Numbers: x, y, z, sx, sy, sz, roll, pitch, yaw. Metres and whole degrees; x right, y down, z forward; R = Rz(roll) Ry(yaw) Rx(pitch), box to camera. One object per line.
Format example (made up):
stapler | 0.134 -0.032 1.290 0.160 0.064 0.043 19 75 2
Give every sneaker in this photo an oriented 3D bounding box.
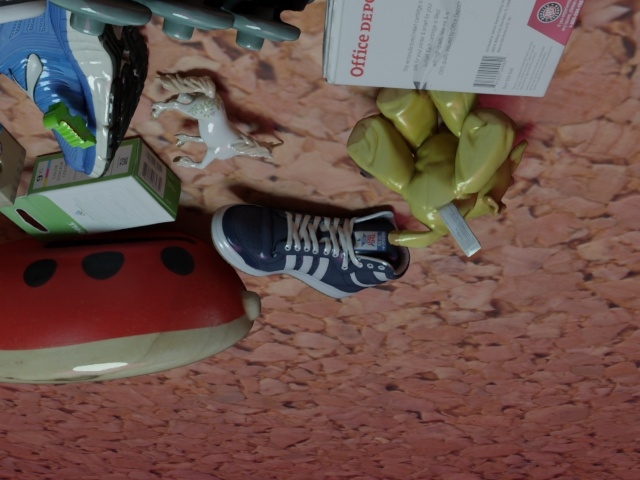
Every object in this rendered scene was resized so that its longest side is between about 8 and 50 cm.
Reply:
sneaker | -0.260 -0.192 0.894 0.147 0.130 0.330 12 144 3
sneaker | 0.000 0.000 1.205 0.153 0.099 0.282 -18 151 40

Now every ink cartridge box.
ink cartridge box | 0.114 -0.217 0.828 0.217 0.092 0.158 2 150 -3
ink cartridge box | -0.298 -0.061 1.157 0.209 0.062 0.109 -9 149 19

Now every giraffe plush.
giraffe plush | 0.156 -0.084 1.012 0.181 0.210 0.170 -20 172 28

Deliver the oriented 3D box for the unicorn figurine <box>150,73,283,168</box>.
unicorn figurine | -0.122 -0.125 1.036 0.111 0.060 0.162 -6 149 16

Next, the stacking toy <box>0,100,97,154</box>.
stacking toy | -0.346 -0.119 0.837 0.167 0.052 0.221 -15 145 27

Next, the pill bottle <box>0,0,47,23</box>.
pill bottle | -0.284 -0.258 0.698 0.103 0.103 0.184 -6 108 14

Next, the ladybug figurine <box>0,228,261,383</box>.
ladybug figurine | -0.305 0.078 1.236 0.449 0.305 0.162 -4 105 1

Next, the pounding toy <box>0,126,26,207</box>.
pounding toy | -0.492 -0.105 1.063 0.206 0.094 0.181 -6 149 13

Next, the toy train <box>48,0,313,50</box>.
toy train | -0.132 -0.231 0.662 0.190 0.142 0.334 26 -160 27
